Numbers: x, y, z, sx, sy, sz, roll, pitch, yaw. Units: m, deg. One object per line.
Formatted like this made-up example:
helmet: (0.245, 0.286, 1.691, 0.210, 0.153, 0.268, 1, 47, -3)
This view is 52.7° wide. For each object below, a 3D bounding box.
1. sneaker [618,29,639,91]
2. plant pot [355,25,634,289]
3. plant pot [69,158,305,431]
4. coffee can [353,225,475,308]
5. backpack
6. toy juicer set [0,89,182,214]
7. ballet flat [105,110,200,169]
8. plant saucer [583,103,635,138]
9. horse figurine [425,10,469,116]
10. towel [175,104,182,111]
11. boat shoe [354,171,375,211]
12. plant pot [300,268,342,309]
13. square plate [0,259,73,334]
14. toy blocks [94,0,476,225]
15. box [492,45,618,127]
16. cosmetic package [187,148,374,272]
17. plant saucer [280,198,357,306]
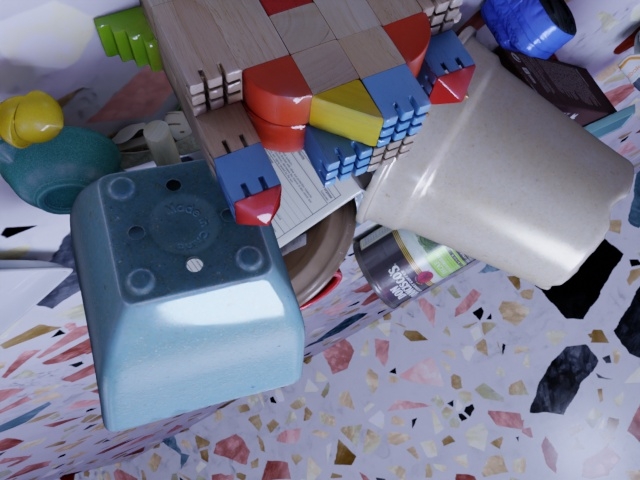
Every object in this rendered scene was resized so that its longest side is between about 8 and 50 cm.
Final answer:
sneaker: (0.702, -0.415, 1.237, 0.321, 0.127, 0.126, -50, 172, -11)
plant pot: (0.268, -0.095, 0.966, 0.333, 0.305, 0.334, -57, 173, -12)
plant pot: (-0.152, 0.038, 0.732, 0.248, 0.247, 0.252, -12, 154, -17)
coffee can: (0.250, 0.019, 1.640, 0.275, 0.201, 0.201, -33, 161, 16)
backpack: (0.297, -0.313, 0.916, 0.098, 0.120, 0.101, -11, 156, -43)
toy juicer set: (-0.286, -0.101, 0.723, 0.329, 0.089, 0.209, -5, 152, -26)
ballet flat: (-0.194, -0.130, 0.800, 0.168, 0.057, 0.052, -19, 150, 8)
plant saucer: (0.534, -0.211, 1.267, 0.192, 0.018, 0.067, -25, 160, -16)
horse figurine: (0.063, -0.227, 0.805, 0.263, 0.174, 0.066, -14, 171, 3)
towel: (-0.134, -0.160, 0.884, 0.152, 0.023, 0.113, -12, 156, -40)
boat shoe: (0.077, -0.094, 1.301, 0.228, 0.079, 0.081, -24, 153, -26)
plant pot: (-0.074, 0.044, 1.287, 0.191, 0.174, 0.191, -24, 162, -8)
square plate: (-0.602, 0.112, 0.930, 0.344, 0.049, 0.347, -35, 161, 24)
toy blocks: (0.004, -0.178, 0.644, 0.381, 0.261, 0.190, -23, 162, -14)
box: (0.399, -0.239, 1.244, 0.381, 0.143, 0.191, -10, 154, -47)
cosmetic package: (-0.083, -0.063, 0.976, 0.296, 0.153, 0.129, -32, -176, 20)
plant saucer: (-0.062, -0.002, 1.087, 0.278, 0.278, 0.041, -34, 132, 19)
